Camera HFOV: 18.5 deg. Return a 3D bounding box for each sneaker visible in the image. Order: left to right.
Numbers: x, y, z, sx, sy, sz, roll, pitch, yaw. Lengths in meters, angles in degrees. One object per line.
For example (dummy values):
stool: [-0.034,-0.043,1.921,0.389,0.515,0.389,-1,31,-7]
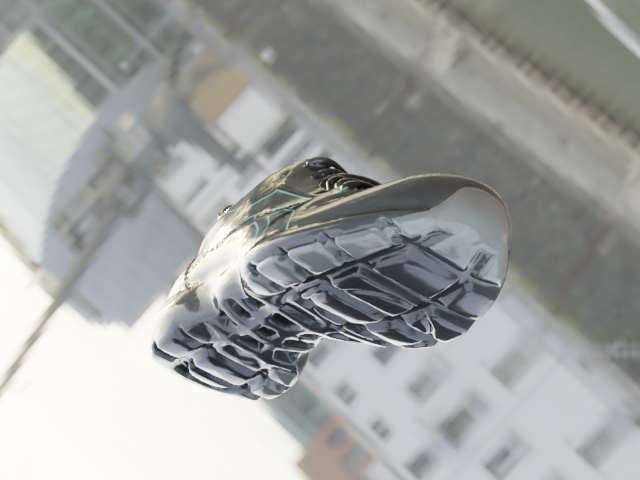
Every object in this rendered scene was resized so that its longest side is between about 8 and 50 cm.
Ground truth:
sneaker: [0.000,0.000,0.963,0.101,0.106,0.267,31,152,-25]
